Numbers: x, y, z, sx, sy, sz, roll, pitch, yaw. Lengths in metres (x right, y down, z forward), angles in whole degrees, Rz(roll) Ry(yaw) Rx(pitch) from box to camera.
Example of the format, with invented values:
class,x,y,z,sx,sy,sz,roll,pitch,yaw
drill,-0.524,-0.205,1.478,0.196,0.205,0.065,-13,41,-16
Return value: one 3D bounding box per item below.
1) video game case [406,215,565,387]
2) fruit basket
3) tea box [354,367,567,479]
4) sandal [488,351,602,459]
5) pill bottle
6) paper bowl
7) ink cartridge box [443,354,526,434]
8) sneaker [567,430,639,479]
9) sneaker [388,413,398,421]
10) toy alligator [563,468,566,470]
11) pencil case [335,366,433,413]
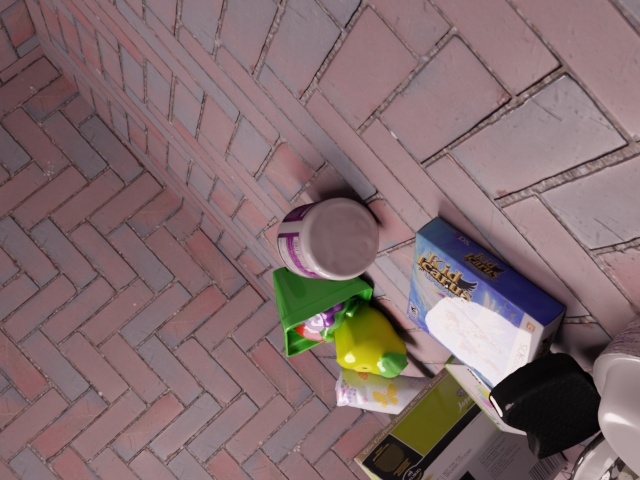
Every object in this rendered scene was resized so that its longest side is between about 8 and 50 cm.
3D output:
class,x,y,z,sx,sy,sz,roll,pitch,yaw
video game case,0.269,0.124,1.315,0.269,0.061,0.244,39,149,30
fruit basket,0.044,0.234,2.015,0.392,0.283,0.392,62,170,20
tea box,0.315,0.511,1.764,0.220,0.329,0.323,53,166,-19
sandal,0.366,0.240,1.193,0.446,0.168,0.107,45,-164,-55
pill bottle,0.000,0.000,1.656,0.169,0.169,0.301,51,166,-11
paper bowl,0.473,0.236,0.963,0.284,0.148,0.284,42,165,14
ink cartridge box,0.370,0.275,1.456,0.188,0.097,0.255,49,166,-1
sneaker,0.558,0.488,1.326,0.257,0.169,0.447,42,162,29
sneaker,0.309,0.518,2.159,0.228,0.087,0.130,9,170,30
toy alligator,0.523,0.548,1.817,0.056,0.051,0.189,47,165,3
pencil case,0.178,0.413,2.083,0.273,0.113,0.124,7,-177,2
